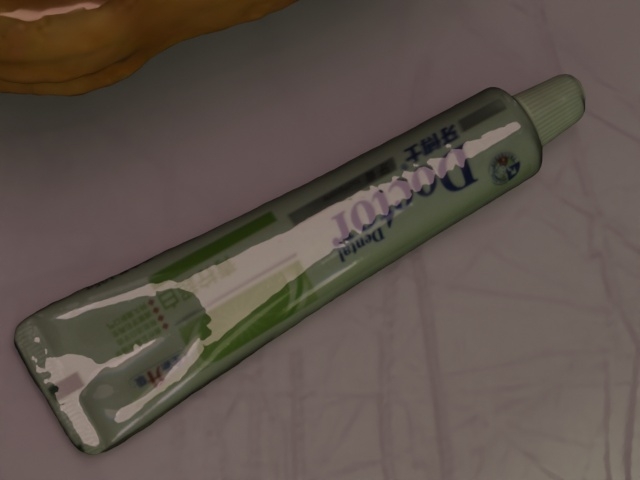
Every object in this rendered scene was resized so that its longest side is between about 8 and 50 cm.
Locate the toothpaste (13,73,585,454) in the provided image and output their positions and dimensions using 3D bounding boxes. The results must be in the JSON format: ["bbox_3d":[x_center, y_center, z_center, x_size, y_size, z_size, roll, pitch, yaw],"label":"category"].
[{"bbox_3d":[0.000,0.000,0.569,0.197,0.029,0.048,-30,85,-10],"label":"toothpaste"}]

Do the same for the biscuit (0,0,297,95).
[{"bbox_3d":[-0.054,-0.206,0.556,0.312,0.057,0.351,33,66,11],"label":"biscuit"}]
